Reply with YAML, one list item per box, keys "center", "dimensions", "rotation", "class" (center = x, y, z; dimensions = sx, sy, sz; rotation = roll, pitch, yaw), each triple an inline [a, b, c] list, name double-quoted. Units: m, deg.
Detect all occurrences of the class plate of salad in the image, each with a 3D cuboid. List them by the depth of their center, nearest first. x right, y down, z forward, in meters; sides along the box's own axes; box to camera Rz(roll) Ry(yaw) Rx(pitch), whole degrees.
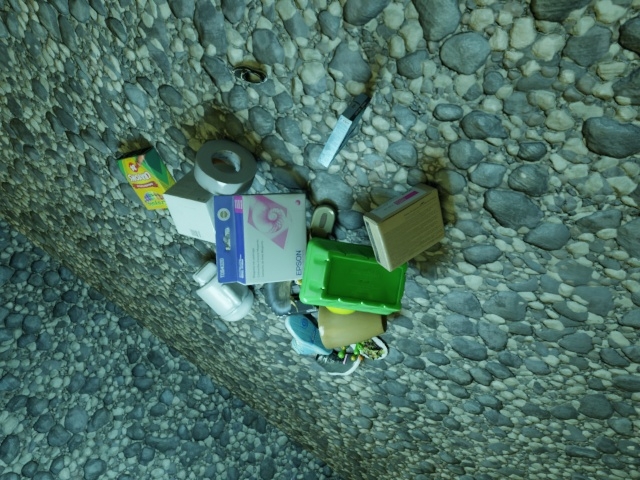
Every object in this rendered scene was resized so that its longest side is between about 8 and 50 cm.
- center: [0.223, 0.513, 2.065]
  dimensions: [0.200, 0.048, 0.199]
  rotation: [17, 135, 18]
  class: "plate of salad"

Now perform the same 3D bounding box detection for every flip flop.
- center: [0.000, 0.000, 1.629]
  dimensions: [0.112, 0.080, 0.277]
  rotation: [9, 112, -12]
  class: "flip flop"

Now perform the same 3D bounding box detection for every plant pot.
- center: [0.149, 0.342, 1.840]
  dimensions: [0.254, 0.237, 0.237]
  rotation: [-6, 126, 20]
  class: "plant pot"

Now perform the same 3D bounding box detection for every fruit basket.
- center: [0.108, 0.151, 1.596]
  dimensions: [0.392, 0.392, 0.282]
  rotation: [9, 89, 26]
  class: "fruit basket"

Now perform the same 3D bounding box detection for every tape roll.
- center: [-0.345, -0.264, 1.564]
  dimensions: [0.219, 0.219, 0.072]
  rotation: [33, 138, 1]
  class: "tape roll"

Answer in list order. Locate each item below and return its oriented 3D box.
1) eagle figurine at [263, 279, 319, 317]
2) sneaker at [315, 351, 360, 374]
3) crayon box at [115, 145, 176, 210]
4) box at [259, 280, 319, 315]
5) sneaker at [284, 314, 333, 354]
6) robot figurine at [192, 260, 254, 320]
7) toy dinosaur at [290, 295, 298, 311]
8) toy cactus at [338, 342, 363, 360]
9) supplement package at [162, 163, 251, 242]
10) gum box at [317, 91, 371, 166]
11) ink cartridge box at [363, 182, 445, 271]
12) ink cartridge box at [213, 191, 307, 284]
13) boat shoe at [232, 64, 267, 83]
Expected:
- center: [-0.107, 0.147, 1.771]
  dimensions: [0.226, 0.225, 0.298]
  rotation: [12, 118, 12]
  class: "eagle figurine"
- center: [0.078, 0.609, 2.202]
  dimensions: [0.147, 0.104, 0.296]
  rotation: [40, 143, -14]
  class: "sneaker"
- center: [-0.751, -0.252, 1.938]
  dimensions: [0.202, 0.081, 0.318]
  rotation: [-2, 128, 33]
  class: "crayon box"
- center: [-0.128, 0.249, 1.997]
  dimensions: [0.261, 0.103, 0.184]
  rotation: [-15, 115, 40]
  class: "box"
- center: [-0.105, 0.485, 2.161]
  dimensions: [0.208, 0.127, 0.319]
  rotation: [-19, 127, 43]
  class: "sneaker"
- center: [-0.475, 0.262, 2.156]
  dimensions: [0.353, 0.200, 0.300]
  rotation: [50, 164, -17]
  class: "robot figurine"
- center: [-0.132, 0.260, 1.886]
  dimensions: [0.092, 0.053, 0.183]
  rotation: [49, 164, -12]
  class: "toy dinosaur"
- center: [0.163, 0.447, 1.979]
  dimensions: [0.112, 0.219, 0.180]
  rotation: [40, -178, -30]
  class: "toy cactus"
- center: [-0.426, -0.160, 1.679]
  dimensions: [0.199, 0.262, 0.198]
  rotation: [14, 135, 22]
  class: "supplement package"
- center: [0.070, -0.330, 1.286]
  dimensions: [0.041, 0.157, 0.184]
  rotation: [34, 139, 0]
  class: "gum box"
- center: [0.271, -0.044, 1.370]
  dimensions: [0.088, 0.235, 0.193]
  rotation: [40, 155, 55]
  class: "ink cartridge box"
- center: [-0.211, -0.007, 1.561]
  dimensions: [0.071, 0.330, 0.324]
  rotation: [-162, 68, -66]
  class: "ink cartridge box"
- center: [-0.232, -0.528, 1.379]
  dimensions: [0.125, 0.038, 0.046]
  rotation: [21, 137, 15]
  class: "boat shoe"
